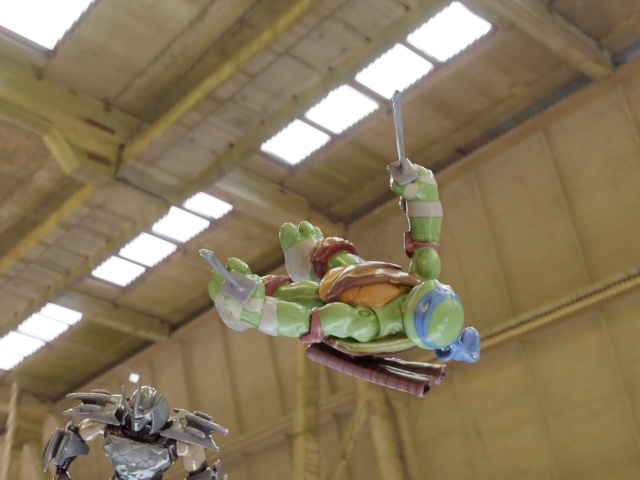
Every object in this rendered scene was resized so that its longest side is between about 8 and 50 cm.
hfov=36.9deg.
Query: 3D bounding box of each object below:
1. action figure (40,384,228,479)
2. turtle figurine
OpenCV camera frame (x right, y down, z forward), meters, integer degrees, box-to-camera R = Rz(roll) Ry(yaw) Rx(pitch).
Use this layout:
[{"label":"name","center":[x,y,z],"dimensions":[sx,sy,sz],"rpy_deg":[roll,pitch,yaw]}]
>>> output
[{"label":"action figure","center":[-0.185,0.257,0.971],"dimensions":[0.099,0.185,0.285],"rpy_deg":[-51,155,-55]},{"label":"turtle figurine","center":[0.000,0.000,0.830],"dimensions":[0.266,0.274,0.198],"rpy_deg":[-3,-122,59]}]
